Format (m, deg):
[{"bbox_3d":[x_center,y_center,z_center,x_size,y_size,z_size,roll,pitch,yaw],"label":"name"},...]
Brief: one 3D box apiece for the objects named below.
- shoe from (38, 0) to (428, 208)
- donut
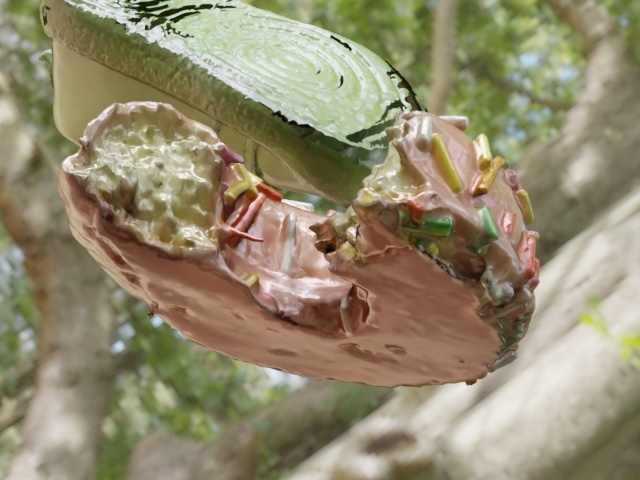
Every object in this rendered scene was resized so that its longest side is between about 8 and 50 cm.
[{"bbox_3d":[-0.052,-0.082,1.068,0.262,0.140,0.128,29,-45,20],"label":"shoe"},{"bbox_3d":[0.000,0.000,0.865,0.233,0.085,0.199,5,-28,25],"label":"donut"}]
